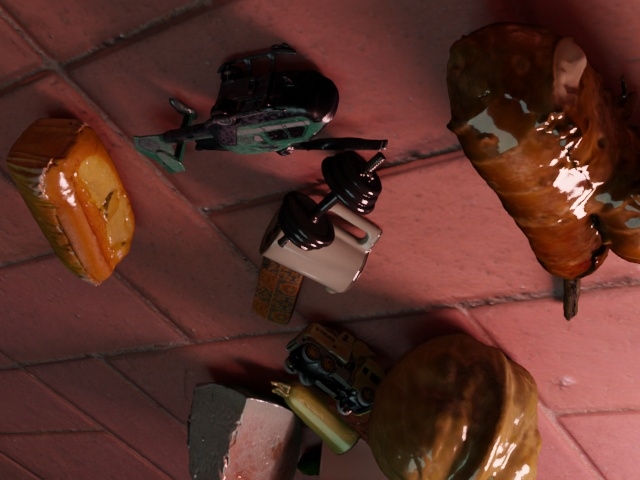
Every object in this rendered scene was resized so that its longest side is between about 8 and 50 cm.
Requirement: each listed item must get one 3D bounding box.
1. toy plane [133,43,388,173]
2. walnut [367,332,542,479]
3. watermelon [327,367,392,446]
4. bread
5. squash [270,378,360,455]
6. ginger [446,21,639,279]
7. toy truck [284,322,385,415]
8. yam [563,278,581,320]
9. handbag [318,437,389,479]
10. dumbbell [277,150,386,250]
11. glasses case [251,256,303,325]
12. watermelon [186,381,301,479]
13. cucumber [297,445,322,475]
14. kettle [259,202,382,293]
[{"bbox_3d":[-0.106,-0.156,1.194,0.381,0.106,0.155,-8,148,27],"label":"toy plane"},{"bbox_3d":[0.232,0.308,1.485,0.253,0.277,0.282,-7,147,42],"label":"walnut"},{"bbox_3d":[0.116,0.339,1.735,0.256,0.140,0.193,-8,128,46],"label":"watermelon"},{"bbox_3d":[-0.393,-0.063,1.416,0.119,0.152,0.288,14,144,20],"label":"bread"},{"bbox_3d":[-0.016,0.350,1.819,0.224,0.094,0.094,39,142,-14],"label":"squash"},{"bbox_3d":[0.302,-0.098,0.990,0.254,0.176,0.418,-12,138,33],"label":"ginger"},{"bbox_3d":[0.031,0.224,1.609,0.191,0.116,0.085,39,142,-8],"label":"toy truck"},{"bbox_3d":[0.373,0.075,1.311,0.027,0.033,0.129,-15,143,3],"label":"yam"},{"bbox_3d":[0.096,0.478,1.908,0.190,0.063,0.127,8,99,18],"label":"handbag"},{"bbox_3d":[0.013,-0.055,1.239,0.099,0.099,0.208,38,118,-23],"label":"dumbbell"},{"bbox_3d":[-0.068,0.068,1.506,0.075,0.049,0.218,20,145,1],"label":"glasses case"},{"bbox_3d":[-0.176,0.457,1.897,0.228,0.258,0.387,13,144,18],"label":"watermelon"},{"bbox_3d":[0.010,0.508,2.040,0.069,0.069,0.227,36,144,-20],"label":"cucumber"},{"bbox_3d":[-0.002,0.001,1.363,0.148,0.127,0.098,29,176,-15],"label":"kettle"}]
